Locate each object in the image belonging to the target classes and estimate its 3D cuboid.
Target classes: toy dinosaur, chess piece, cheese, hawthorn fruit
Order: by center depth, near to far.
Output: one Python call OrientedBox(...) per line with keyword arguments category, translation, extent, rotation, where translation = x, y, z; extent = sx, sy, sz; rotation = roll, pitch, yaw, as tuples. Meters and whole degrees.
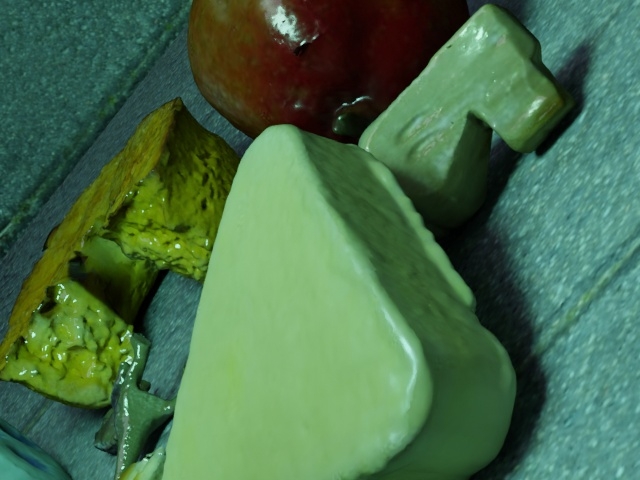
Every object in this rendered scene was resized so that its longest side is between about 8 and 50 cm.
OrientedBox(category="cheese", translation=(-0.005, 0.068, 1.476), extent=(0.384, 0.104, 0.384), rotation=(-28, 55, 51))
OrientedBox(category="chess piece", translation=(0.093, -0.070, 1.622), extent=(0.301, 0.137, 0.137), rotation=(-50, 18, 17))
OrientedBox(category="hawthorn fruit", translation=(0.024, -0.201, 1.823), extent=(0.311, 0.295, 0.295), rotation=(36, 92, 39))
OrientedBox(category="toy dinosaur", translation=(-0.209, 0.221, 2.049), extent=(0.199, 0.072, 0.251), rotation=(-62, 28, 14))

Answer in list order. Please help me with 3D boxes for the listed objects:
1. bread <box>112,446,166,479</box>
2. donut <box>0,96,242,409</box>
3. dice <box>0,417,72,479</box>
OrientedBox(category="bread", translation=(-0.213, 0.346, 1.719), extent=(0.239, 0.111, 0.246), rotation=(-33, 28, 49))
OrientedBox(category="donut", translation=(-0.236, 0.013, 2.313), extent=(0.435, 0.163, 0.377), rotation=(-49, 17, 26))
OrientedBox(category="dice", translation=(-0.482, 0.333, 2.204), extent=(0.268, 0.262, 0.264), rotation=(-57, 17, -1))
